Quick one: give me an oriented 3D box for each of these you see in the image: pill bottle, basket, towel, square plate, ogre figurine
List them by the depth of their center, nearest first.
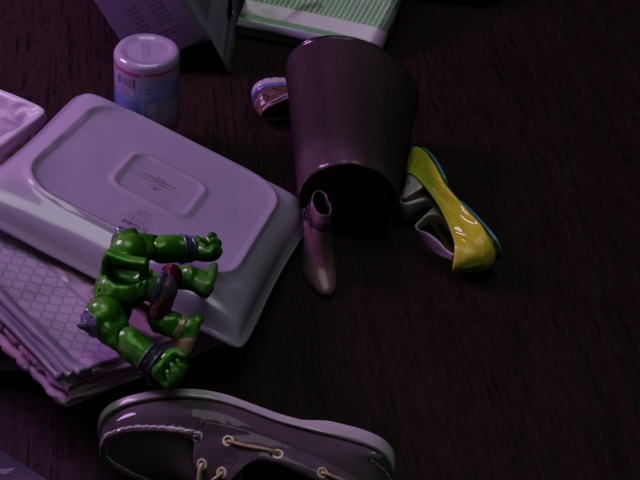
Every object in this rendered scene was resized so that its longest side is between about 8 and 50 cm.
[{"bbox_3d":[-0.173,0.053,1.283,0.118,0.097,0.197,22,66,-9],"label":"ogre figurine"},{"bbox_3d":[-0.272,0.024,1.405,0.332,0.053,0.317,39,31,21],"label":"towel"},{"bbox_3d":[-0.194,-0.048,1.482,0.347,0.049,0.344,27,29,0],"label":"square plate"},{"bbox_3d":[-0.447,-0.130,1.614,0.167,0.103,0.113,21,42,18],"label":"basket"},{"bbox_3d":[0.041,-0.130,1.648,0.204,0.154,0.227,31,40,-26],"label":"basket"},{"bbox_3d":[-0.230,-0.186,1.667,0.087,0.160,0.087,4,40,-4],"label":"pill bottle"},{"bbox_3d":[0.022,-0.445,2.010,0.248,0.038,0.325,13,65,8],"label":"towel"}]

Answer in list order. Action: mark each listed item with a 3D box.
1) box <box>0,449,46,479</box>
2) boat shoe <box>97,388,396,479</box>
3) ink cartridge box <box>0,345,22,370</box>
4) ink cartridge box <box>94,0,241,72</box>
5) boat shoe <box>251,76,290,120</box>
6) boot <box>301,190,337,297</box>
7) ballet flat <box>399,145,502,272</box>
[{"bbox_3d":[-0.301,0.285,1.141,0.231,0.056,0.183,28,28,24],"label":"box"},{"bbox_3d":[-0.076,0.224,1.241,0.305,0.109,0.091,10,35,-2],"label":"boat shoe"},{"bbox_3d":[-0.372,0.089,1.397,0.180,0.060,0.104,2,39,-6],"label":"ink cartridge box"},{"bbox_3d":[-0.240,-0.416,1.928,0.130,0.272,0.309,-19,36,17],"label":"ink cartridge box"},{"bbox_3d":[-0.005,-0.197,1.795,0.183,0.066,0.066,-8,46,-2],"label":"boat shoe"},{"bbox_3d":[0.000,0.000,1.535,0.042,0.087,0.118,-4,41,-15],"label":"boot"},{"bbox_3d":[0.147,-0.039,1.620,0.077,0.077,0.231,-23,48,-11],"label":"ballet flat"}]
